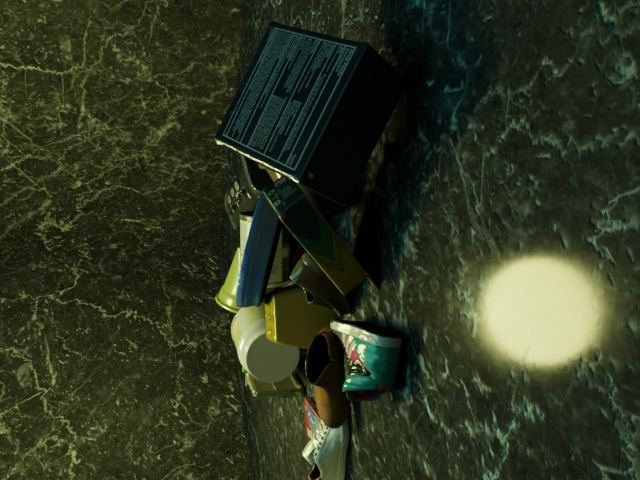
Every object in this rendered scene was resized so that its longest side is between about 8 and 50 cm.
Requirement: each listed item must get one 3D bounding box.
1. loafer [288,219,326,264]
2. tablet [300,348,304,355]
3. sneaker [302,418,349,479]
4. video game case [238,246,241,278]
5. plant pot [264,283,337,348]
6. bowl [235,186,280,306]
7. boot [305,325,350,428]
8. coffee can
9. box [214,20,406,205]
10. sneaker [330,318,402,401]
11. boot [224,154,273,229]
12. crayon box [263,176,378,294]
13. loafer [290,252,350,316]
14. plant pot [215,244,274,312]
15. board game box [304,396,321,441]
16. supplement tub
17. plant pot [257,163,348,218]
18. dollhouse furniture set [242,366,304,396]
[{"bbox_3d":[-0.051,-0.086,1.638,0.134,0.130,0.366,151,116,-70],"label":"loafer"},{"bbox_3d":[-0.069,0.388,1.957,0.054,0.006,0.083,159,107,-71],"label":"tablet"},{"bbox_3d":[0.013,0.588,1.533,0.106,0.123,0.290,-148,59,-71],"label":"sneaker"},{"bbox_3d":[-0.246,0.110,2.178,0.022,0.190,0.173,-155,64,-67],"label":"video game case"},{"bbox_3d":[-0.069,0.234,1.641,0.212,0.187,0.212,168,100,-72],"label":"plant pot"},{"bbox_3d":[-0.183,0.026,1.660,0.391,0.077,0.391,-166,90,-88],"label":"bowl"},{"bbox_3d":[0.020,0.371,1.391,0.220,0.109,0.284,31,-114,-75],"label":"boot"},{"bbox_3d":[-0.216,0.029,2.055,0.201,0.201,0.275,-150,60,-70],"label":"coffee can"},{"bbox_3d":[-0.026,-0.274,1.129,0.294,0.182,0.296,31,96,39],"label":"box"},{"bbox_3d":[0.097,0.288,1.247,0.295,0.123,0.178,180,97,-71],"label":"sneaker"},{"bbox_3d":[-0.306,-0.282,2.183,0.445,0.146,0.367,134,132,-66],"label":"boot"},{"bbox_3d":[0.000,0.000,1.278,0.318,0.081,0.202,50,180,-26],"label":"crayon box"},{"bbox_3d":[-0.003,0.131,1.410,0.251,0.087,0.094,52,-179,-38],"label":"loafer"},{"bbox_3d":[-0.303,0.162,2.307,0.276,0.276,0.254,-135,57,-65],"label":"plant pot"},{"bbox_3d":[-0.002,0.643,1.741,0.281,0.027,0.145,-164,71,-71],"label":"board game box"},{"bbox_3d":[-0.213,0.385,2.017,0.325,0.235,0.235,-144,54,-71],"label":"supplement tub"},{"bbox_3d":[-0.027,-0.176,1.422,0.263,0.263,0.229,-158,49,-71],"label":"plant pot"},{"bbox_3d":[-0.192,0.582,2.050,0.301,0.197,0.151,-145,56,-69],"label":"dollhouse furniture set"}]
